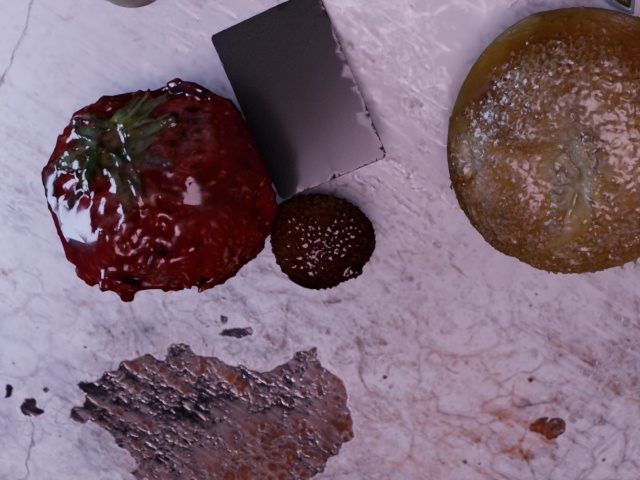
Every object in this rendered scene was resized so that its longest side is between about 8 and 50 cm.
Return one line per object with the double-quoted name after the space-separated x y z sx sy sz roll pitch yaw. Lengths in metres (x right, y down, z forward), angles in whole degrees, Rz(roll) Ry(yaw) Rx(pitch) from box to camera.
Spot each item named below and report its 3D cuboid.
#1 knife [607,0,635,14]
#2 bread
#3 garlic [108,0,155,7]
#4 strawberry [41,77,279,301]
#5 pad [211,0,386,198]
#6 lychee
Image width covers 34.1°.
0.300 -0.405 1.097 0.061 0.027 0.343 -10 111 6 "knife"
0.275 -0.098 1.133 0.305 0.159 0.306 9 115 20 "bread"
-0.238 -0.312 1.182 0.152 0.066 0.084 18 86 -5 "garlic"
-0.174 -0.044 1.203 0.274 0.274 0.220 -24 145 15 "strawberry"
-0.026 -0.169 1.218 0.143 0.003 0.211 -21 94 15 "pad"
-0.001 -0.001 1.253 0.129 0.123 0.123 43 111 -3 "lychee"
